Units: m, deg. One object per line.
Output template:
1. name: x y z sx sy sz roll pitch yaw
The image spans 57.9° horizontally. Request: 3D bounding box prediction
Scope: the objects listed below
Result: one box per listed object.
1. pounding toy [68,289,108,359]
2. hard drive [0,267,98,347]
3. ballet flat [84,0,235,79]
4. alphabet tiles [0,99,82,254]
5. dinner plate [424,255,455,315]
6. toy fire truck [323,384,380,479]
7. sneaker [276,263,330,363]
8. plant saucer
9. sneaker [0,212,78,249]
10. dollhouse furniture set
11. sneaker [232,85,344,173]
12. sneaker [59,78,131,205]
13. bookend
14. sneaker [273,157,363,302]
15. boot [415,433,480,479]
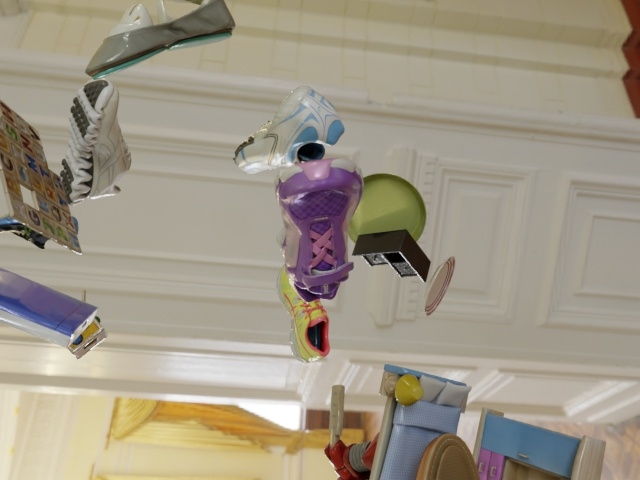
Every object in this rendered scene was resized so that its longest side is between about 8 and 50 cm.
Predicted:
1. pounding toy: -0.709 0.249 1.712 0.141 0.130 0.100 -41 -14 -24
2. hard drive: -0.613 0.105 1.123 0.040 0.319 0.210 -65 10 2
3. ballet flat: -0.193 -0.249 0.680 0.072 0.213 0.068 0 117 45
4. alphabet tiles: -0.465 -0.107 0.937 0.198 0.009 0.237 71 177 -72
5. dinner plate: 0.251 0.096 1.237 0.141 0.017 0.141 -41 -36 -39
6. toy fire truck: 0.096 0.434 1.213 0.217 0.246 0.158 -34 6 45
7. sneaker: -0.020 0.134 1.119 0.094 0.082 0.208 -14 90 60
8. plant saucer: 0.179 -0.076 1.635 0.037 0.241 0.240 -52 -29 -68
9. sneaker: -0.611 -0.018 1.221 0.067 0.188 0.078 -115 28 -70
10. dollhouse furniture set: 0.212 0.354 0.828 0.198 0.303 0.286 -4 67 58
11. sneaker: -0.048 -0.123 0.761 0.085 0.086 0.237 -48 12 -23
12. sneaker: -0.425 -0.190 1.126 0.292 0.118 0.110 -56 51 40
13. bookend: 0.198 0.049 1.604 0.156 0.157 0.072 48 -130 -38
14. sneaker: 0.000 0.000 0.632 0.236 0.095 0.104 98 166 -64
15. boot: 0.118 0.404 0.811 0.220 0.109 0.283 -14 74 61
